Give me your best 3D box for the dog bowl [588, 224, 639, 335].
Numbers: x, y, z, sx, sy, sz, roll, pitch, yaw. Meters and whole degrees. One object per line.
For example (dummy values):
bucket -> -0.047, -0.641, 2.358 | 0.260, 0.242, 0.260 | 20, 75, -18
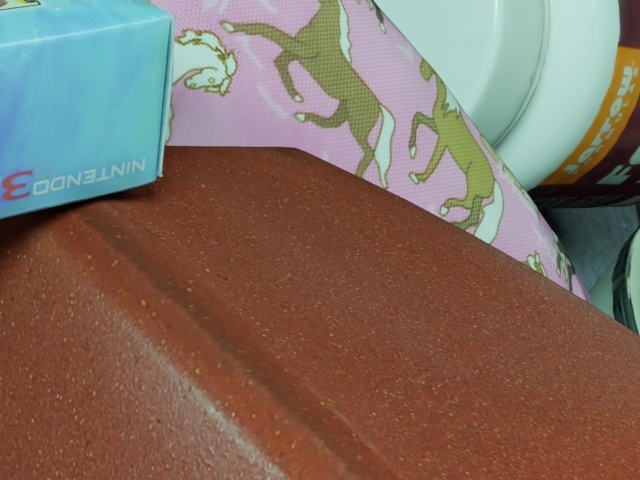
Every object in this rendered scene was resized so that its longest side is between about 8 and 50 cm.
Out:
dog bowl -> 0.260, 0.192, 1.025 | 0.408, 0.150, 0.408 | 36, 30, -25

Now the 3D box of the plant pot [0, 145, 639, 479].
plant pot -> -0.027, 0.108, 0.603 | 0.236, 0.267, 0.267 | 47, 25, 22

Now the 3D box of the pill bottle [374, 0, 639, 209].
pill bottle -> 0.122, -0.130, 1.125 | 0.392, 0.224, 0.224 | -4, 59, -57

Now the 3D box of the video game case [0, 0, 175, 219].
video game case -> -0.221, -0.066, 0.504 | 0.269, 0.061, 0.244 | -16, 37, -40

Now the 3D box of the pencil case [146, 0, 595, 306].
pencil case -> 0.000, 0.000, 0.794 | 0.386, 0.167, 0.160 | 48, 70, -25
